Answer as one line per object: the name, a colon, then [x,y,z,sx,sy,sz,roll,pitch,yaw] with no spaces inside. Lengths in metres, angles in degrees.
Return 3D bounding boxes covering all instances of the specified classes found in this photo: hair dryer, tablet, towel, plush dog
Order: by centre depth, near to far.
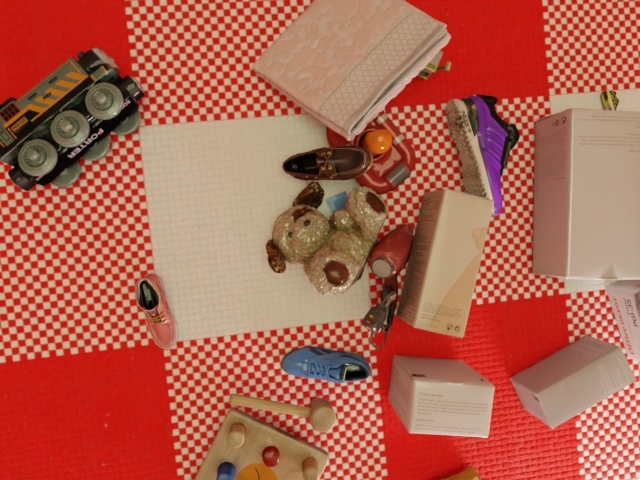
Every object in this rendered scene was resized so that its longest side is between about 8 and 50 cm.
towel: [0.060,-0.418,1.032,0.317,0.053,0.332,41,85,22]
plush dog: [0.000,0.000,1.056,0.225,0.211,0.263,25,67,10]
hair dryer: [0.149,0.087,1.074,0.080,0.224,0.294,18,73,16]
tablet: [0.051,-0.071,1.124,0.054,0.006,0.084,-23,95,-5]

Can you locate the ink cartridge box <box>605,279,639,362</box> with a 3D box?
ink cartridge box: [0.819,0.202,1.077,0.117,0.283,0.208,-20,93,-2]

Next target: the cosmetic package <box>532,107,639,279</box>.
cosmetic package: [0.639,-0.102,1.115,0.216,0.156,0.386,3,92,-6]

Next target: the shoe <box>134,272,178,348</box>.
shoe: [-0.367,0.163,1.047,0.063,0.081,0.178,-14,93,-5]

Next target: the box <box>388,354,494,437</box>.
box: [0.266,0.347,1.071,0.180,0.182,0.119,6,93,-6]

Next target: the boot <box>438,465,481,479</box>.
boot: [0.352,0.715,1.130,0.211,0.104,0.296,-23,90,-5]

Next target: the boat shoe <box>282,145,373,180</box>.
boat shoe: [0.011,-0.165,1.027,0.206,0.073,0.073,-5,87,34]

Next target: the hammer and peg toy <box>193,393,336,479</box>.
hammer and peg toy: [-0.127,0.490,1.061,0.265,0.127,0.362,26,89,-4]

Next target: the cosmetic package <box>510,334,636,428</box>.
cosmetic package: [0.602,0.335,1.135,0.237,0.127,0.107,-29,95,-3]

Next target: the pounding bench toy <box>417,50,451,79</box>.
pounding bench toy: [0.258,-0.412,1.107,0.083,0.065,0.052,22,88,-6]

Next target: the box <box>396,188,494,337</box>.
box: [0.281,0.048,1.084,0.121,0.148,0.312,13,91,-7]

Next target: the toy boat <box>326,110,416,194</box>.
toy boat: [0.118,-0.219,1.054,0.151,0.151,0.231,-41,95,-4]

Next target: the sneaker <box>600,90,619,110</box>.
sneaker: [0.731,-0.336,1.177,0.035,0.031,0.084,-13,93,-6]

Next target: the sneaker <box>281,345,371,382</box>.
sneaker: [0.014,0.292,1.094,0.209,0.082,0.069,5,93,-5]

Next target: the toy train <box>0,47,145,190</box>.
toy train: [-0.540,-0.259,0.996,0.334,0.142,0.190,-42,86,-4]

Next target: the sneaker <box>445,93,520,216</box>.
sneaker: [0.407,-0.207,1.111,0.145,0.102,0.294,-16,93,-6]
